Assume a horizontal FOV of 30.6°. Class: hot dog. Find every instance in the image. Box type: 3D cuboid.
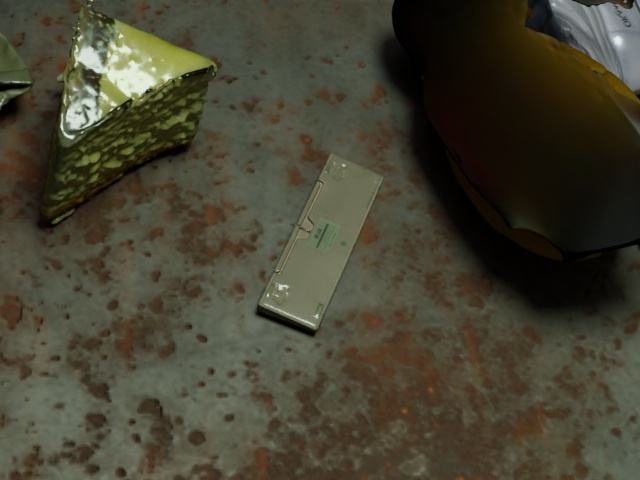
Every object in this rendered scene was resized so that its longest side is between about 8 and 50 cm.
[{"bbox_3d":[0.194,-0.098,0.987,0.194,0.107,0.326,-21,56,10],"label":"hot dog"}]

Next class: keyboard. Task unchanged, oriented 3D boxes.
[{"bbox_3d":[0.000,0.000,0.959,0.055,0.017,0.166,24,56,2],"label":"keyboard"}]

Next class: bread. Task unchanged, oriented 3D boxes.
[{"bbox_3d":[-0.165,-0.090,0.922,0.127,0.147,0.152,24,62,-7],"label":"bread"}]

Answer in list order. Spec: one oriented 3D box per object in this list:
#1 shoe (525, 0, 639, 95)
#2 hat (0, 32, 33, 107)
[{"bbox_3d":[0.247,-0.229,1.107,0.137,0.095,0.245,-12,63,-20],"label":"shoe"},{"bbox_3d":[-0.352,-0.126,0.965,0.166,0.144,0.173,39,97,-20],"label":"hat"}]
